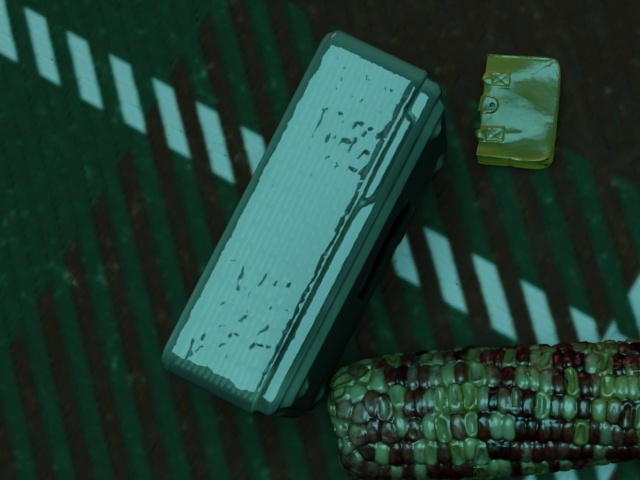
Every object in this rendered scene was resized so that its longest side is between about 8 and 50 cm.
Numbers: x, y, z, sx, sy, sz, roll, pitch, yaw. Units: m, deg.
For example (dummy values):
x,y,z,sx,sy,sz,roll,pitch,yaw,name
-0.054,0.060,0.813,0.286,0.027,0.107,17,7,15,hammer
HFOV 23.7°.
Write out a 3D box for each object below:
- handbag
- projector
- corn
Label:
x,y,z,sx,sy,sz,roll,pitch,yaw,name
0.150,-0.098,1.157,0.061,0.027,0.083,4,79,9,handbag
0.000,0.000,1.081,0.099,0.192,0.256,26,86,7,projector
0.147,0.117,1.083,0.290,0.098,0.098,-7,80,9,corn
